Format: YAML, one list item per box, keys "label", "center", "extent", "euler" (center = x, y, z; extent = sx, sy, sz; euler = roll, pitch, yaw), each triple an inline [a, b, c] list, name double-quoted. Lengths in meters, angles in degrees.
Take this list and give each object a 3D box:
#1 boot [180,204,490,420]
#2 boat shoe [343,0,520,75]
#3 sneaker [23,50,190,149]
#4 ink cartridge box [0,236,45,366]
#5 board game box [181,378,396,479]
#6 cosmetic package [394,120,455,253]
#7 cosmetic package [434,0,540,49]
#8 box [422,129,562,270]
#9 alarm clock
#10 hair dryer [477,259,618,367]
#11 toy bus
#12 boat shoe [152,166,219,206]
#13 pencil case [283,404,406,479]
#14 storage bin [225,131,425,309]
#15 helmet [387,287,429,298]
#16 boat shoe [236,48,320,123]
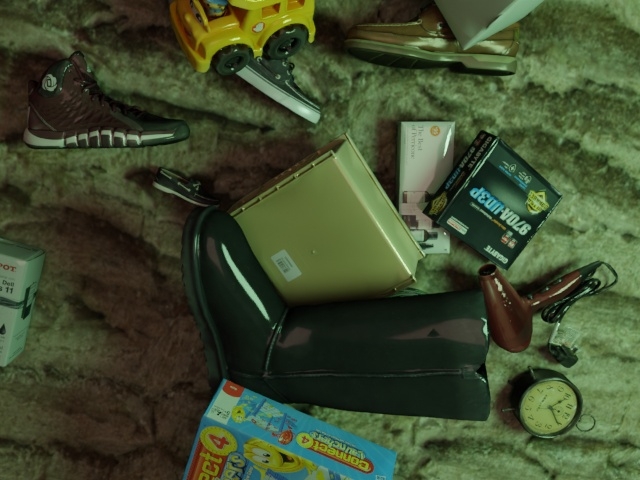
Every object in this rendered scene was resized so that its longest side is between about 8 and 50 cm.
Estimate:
- label: "boot"
  center: [0.034, 0.111, 0.949]
  extent: [0.445, 0.146, 0.366]
  euler: [0, 118, 15]
- label: "boat shoe"
  center: [0.190, -0.349, 1.041]
  extent: [0.307, 0.111, 0.104]
  euler: [3, 98, -13]
- label: "sneaker"
  center: [-0.367, -0.238, 1.032]
  extent: [0.282, 0.106, 0.162]
  euler: [-2, 99, -2]
- label: "ink cartridge box"
  center: [-0.604, 0.101, 1.098]
  extent: [0.153, 0.087, 0.208]
  euler: [15, 100, -6]
- label: "board game box"
  center: [-0.073, 0.415, 1.006]
  extent: [0.302, 0.086, 0.308]
  euler: [22, 121, 3]
- label: "cosmetic package"
  center: [0.187, -0.097, 1.109]
  extent: [0.099, 0.060, 0.239]
  euler: [-1, 102, -4]
- label: "cosmetic package"
  center: [0.217, -0.505, 0.909]
  extent: [0.155, 0.197, 0.365]
  euler: [-32, 93, -20]
- label: "box"
  center: [0.309, -0.065, 1.083]
  extent: [0.220, 0.051, 0.175]
  euler: [30, 99, -35]
- label: "alarm clock"
  center: [0.462, 0.330, 1.210]
  extent: [0.192, 0.064, 0.129]
  euler: [28, 99, -6]
- label: "hair dryer"
  center: [0.406, 0.111, 1.155]
  extent: [0.294, 0.080, 0.223]
  euler: [17, 98, -24]
- label: "toy bus"
  center: [-0.111, -0.377, 0.922]
  extent: [0.220, 0.211, 0.149]
  euler: [-23, 79, -17]
- label: "boat shoe"
  center: [-0.238, -0.095, 1.098]
  extent: [0.125, 0.046, 0.038]
  euler: [22, 105, 1]
- label: "pencil case"
  center: [-0.027, 0.416, 1.148]
  extent: [0.410, 0.183, 0.160]
  euler: [37, 76, -6]
- label: "storage bin"
  center: [0.000, 0.000, 1.062]
  extent: [0.260, 0.123, 0.262]
  euler: [-29, 103, 21]
- label: "helmet"
  center: [0.151, 0.164, 1.112]
  extent: [0.170, 0.169, 0.161]
  euler: [-16, 118, 1]
- label: "boat shoe"
  center: [-0.085, -0.291, 1.051]
  extent: [0.228, 0.080, 0.076]
  euler: [35, 99, -1]
